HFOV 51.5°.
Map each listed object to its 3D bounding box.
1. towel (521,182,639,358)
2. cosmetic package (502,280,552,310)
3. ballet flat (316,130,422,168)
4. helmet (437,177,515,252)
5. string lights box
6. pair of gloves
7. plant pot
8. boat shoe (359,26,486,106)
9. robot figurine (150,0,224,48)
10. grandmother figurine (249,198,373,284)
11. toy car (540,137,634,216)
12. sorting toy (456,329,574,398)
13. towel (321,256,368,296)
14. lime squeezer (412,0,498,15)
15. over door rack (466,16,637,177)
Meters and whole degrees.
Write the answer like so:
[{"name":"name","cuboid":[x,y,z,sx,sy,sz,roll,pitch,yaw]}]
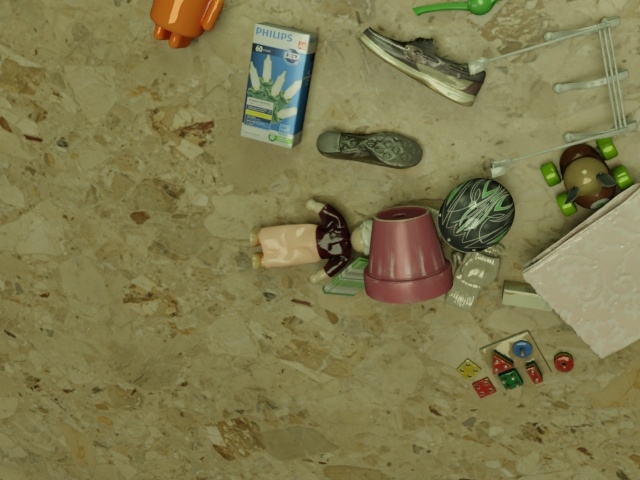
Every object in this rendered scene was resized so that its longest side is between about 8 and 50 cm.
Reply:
[{"name":"towel","cuboid":[0.659,0.079,1.460,0.317,0.053,0.332,-39,111,21]},{"name":"cosmetic package","cuboid":[0.489,0.130,1.567,0.115,0.060,0.041,7,111,12]},{"name":"ballet flat","cuboid":[0.113,-0.210,1.548,0.249,0.058,0.084,6,77,8]},{"name":"helmet","cuboid":[0.344,-0.056,1.465,0.169,0.161,0.170,2,95,18]},{"name":"string lights box","cuboid":[-0.097,-0.358,1.533,0.133,0.077,0.260,15,114,11]},{"name":"pair of gloves","cuboid":[0.306,0.049,1.597,0.240,0.042,0.204,29,115,3]},{"name":"plant pot","cuboid":[0.191,0.024,1.492,0.201,0.201,0.180,-3,107,17]},{"name":"boat shoe","cuboid":[0.221,-0.390,1.423,0.285,0.103,0.092,30,110,-1]},{"name":"robot figurine","cuboid":[-0.307,-0.547,1.492,0.158,0.128,0.219,51,125,41]},{"name":"grandmother figurine","cuboid":[0.000,0.000,1.637,0.342,0.104,0.208,-3,108,14]},{"name":"toy car","cuboid":[0.558,-0.117,1.378,0.155,0.188,0.149,-28,99,23]},{"name":"sorting toy","cuboid":[0.476,0.313,1.648,0.274,0.046,0.132,-27,101,24]},{"name":"towel","cuboid":[0.087,0.090,1.638,0.152,0.113,0.023,-43,53,35]},{"name":"lime squeezer","cuboid":[0.345,-0.537,1.363,0.310,0.059,0.110,-37,67,26]},{"name":"over door rack","cuboid":[0.467,-0.298,1.365,0.324,0.108,0.240,-18,106,0]}]
